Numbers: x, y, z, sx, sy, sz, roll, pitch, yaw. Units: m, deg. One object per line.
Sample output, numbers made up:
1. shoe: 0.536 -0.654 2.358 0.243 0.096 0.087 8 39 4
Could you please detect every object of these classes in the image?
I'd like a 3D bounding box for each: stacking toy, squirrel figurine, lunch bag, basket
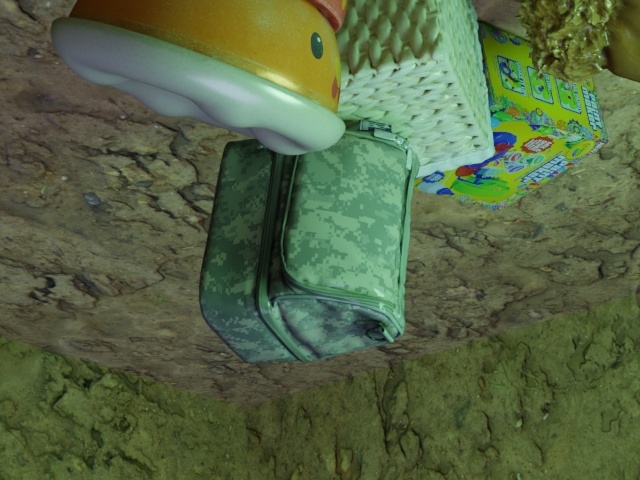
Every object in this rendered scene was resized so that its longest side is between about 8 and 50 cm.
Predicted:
1. stacking toy: -0.075 -0.366 1.098 0.351 0.480 0.350 19 -179 0
2. squirrel figurine: 0.436 -0.382 1.311 0.397 0.281 0.370 -9 157 17
3. lunch bag: 0.000 0.000 1.284 0.256 0.305 0.212 -4 147 18
4. basket: 0.060 -0.282 1.419 0.328 0.331 0.266 -12 148 16

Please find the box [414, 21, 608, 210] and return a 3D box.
1. box: 0.312 -0.216 1.754 0.279 0.177 0.290 11 150 -31
